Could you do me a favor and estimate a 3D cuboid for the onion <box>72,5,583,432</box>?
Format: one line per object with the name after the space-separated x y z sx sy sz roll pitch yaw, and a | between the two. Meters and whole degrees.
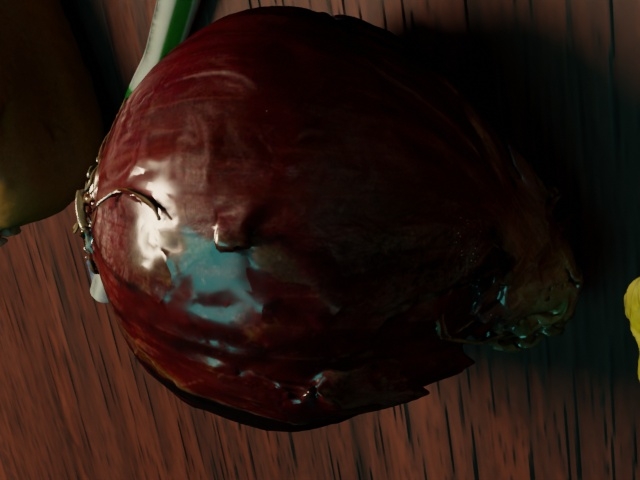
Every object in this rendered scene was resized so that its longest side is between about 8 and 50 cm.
-0.020 -0.003 0.824 0.281 0.281 0.221 -17 63 51 | onion

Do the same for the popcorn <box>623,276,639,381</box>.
0.233 0.043 0.610 0.217 0.181 0.235 45 150 7 | popcorn

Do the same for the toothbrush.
-0.106 -0.086 0.980 0.418 0.042 0.040 115 143 -51 | toothbrush

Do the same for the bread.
-0.237 -0.124 1.012 0.107 0.136 0.241 1 120 44 | bread
